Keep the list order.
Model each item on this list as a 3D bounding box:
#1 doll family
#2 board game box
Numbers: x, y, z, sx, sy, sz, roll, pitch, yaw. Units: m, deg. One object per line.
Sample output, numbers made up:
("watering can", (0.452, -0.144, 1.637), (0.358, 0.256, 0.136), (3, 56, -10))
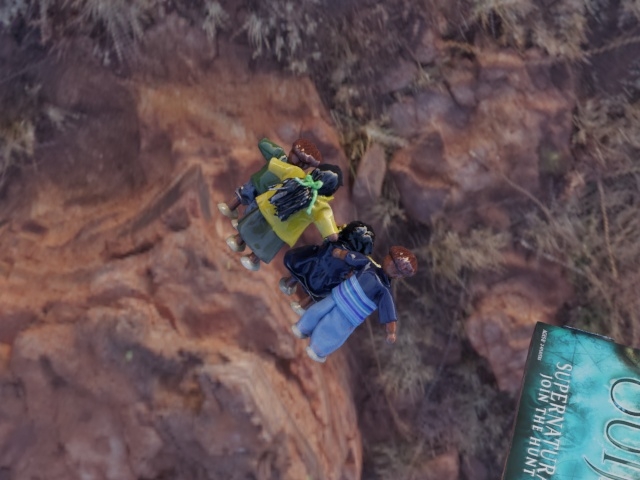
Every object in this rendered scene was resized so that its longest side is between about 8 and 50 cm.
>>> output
("doll family", (0.000, 0.000, 0.801), (0.111, 0.076, 0.193), (-40, 82, 17))
("board game box", (0.179, 0.133, 0.641), (0.126, 0.186, 0.026), (15, 131, 9))
